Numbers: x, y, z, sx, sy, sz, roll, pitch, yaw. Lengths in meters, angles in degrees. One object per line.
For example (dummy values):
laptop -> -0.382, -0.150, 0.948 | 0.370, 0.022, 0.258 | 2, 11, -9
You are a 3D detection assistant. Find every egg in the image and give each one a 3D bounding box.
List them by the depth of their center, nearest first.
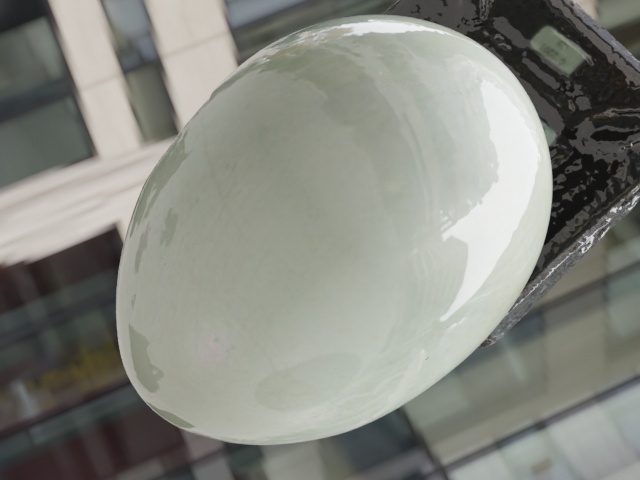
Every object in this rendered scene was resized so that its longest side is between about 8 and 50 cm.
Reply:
egg -> 0.000, 0.000, 0.728 | 0.151, 0.209, 0.151 | 41, 22, -21

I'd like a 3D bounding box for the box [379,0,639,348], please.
box -> 0.157, -0.109, 1.839 | 0.359, 0.350, 0.091 | 46, 0, 22
